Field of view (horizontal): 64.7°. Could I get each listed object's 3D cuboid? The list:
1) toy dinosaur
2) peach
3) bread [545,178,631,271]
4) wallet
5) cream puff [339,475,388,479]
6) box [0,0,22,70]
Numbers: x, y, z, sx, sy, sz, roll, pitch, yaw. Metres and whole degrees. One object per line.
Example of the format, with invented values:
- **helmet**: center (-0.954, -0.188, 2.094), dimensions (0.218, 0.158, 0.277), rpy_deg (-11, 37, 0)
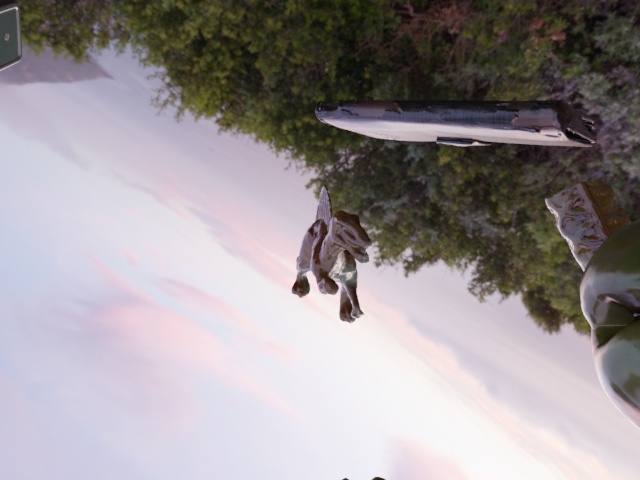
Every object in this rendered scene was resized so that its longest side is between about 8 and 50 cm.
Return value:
- **toy dinosaur**: center (0.000, 0.001, 0.485), dimensions (0.057, 0.142, 0.212), rpy_deg (-10, -145, -13)
- **peach**: center (0.457, 0.102, 0.575), dimensions (0.292, 0.292, 0.247), rpy_deg (31, 141, 16)
- **bread**: center (0.580, -0.017, 1.055), dimensions (0.232, 0.128, 0.088), rpy_deg (59, -154, -2)
- **wallet**: center (0.164, -0.148, 0.644), dimensions (0.317, 0.044, 0.169), rpy_deg (11, -172, 38)
- **cream puff**: center (0.089, 0.660, 1.047), dimensions (0.275, 0.378, 0.378), rpy_deg (54, 168, -29)
- **box**: center (-0.594, -0.383, 0.937), dimensions (0.031, 0.126, 0.091), rpy_deg (21, -144, -4)
